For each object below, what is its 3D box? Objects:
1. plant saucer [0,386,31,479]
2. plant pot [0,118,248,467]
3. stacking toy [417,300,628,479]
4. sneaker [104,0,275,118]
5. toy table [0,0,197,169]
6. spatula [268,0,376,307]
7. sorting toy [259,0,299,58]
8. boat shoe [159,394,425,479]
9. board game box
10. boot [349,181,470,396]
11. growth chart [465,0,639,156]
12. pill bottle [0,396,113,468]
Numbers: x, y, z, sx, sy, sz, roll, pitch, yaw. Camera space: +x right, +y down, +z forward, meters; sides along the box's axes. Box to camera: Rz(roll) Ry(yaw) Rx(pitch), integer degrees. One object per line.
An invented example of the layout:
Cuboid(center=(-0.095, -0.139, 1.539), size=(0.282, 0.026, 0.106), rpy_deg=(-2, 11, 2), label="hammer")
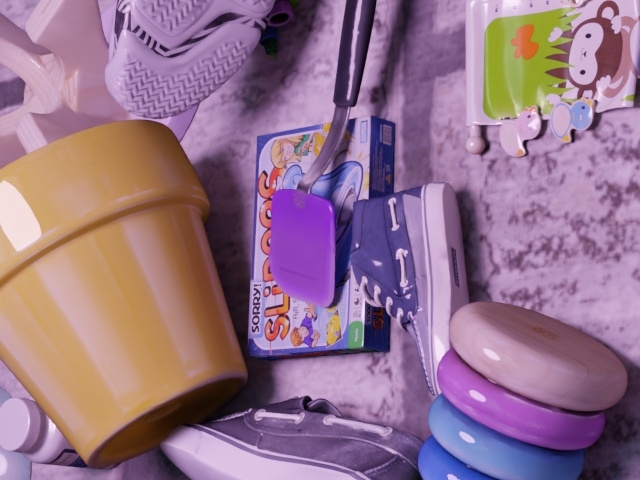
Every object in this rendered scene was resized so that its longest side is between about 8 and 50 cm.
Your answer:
Cuboid(center=(-0.370, 0.236, 1.982), size=(0.195, 0.037, 0.195), rpy_deg=(-10, 75, 40), label="plant saucer")
Cuboid(center=(-0.188, 0.058, 1.727), size=(0.254, 0.254, 0.239), rpy_deg=(-39, 73, 30), label="plant pot")
Cuboid(center=(0.111, 0.219, 1.489), size=(0.141, 0.141, 0.330), rpy_deg=(34, 109, 41), label="stacking toy")
Cuboid(center=(-0.125, -0.293, 1.746), size=(0.210, 0.137, 0.366), rpy_deg=(23, 95, 58), label="sneaker")
Cuboid(center=(-0.245, -0.142, 1.863), size=(0.252, 0.161, 0.274), rpy_deg=(43, 111, 39), label="toy table")
Cuboid(center=(0.008, -0.094, 1.659), size=(0.084, 0.030, 0.296), rpy_deg=(15, 91, 45), label="spatula")
Cuboid(center=(-0.057, -0.192, 1.769), size=(0.102, 0.061, 0.042), rpy_deg=(-26, 65, 19), label="sorting toy")
Cuboid(center=(-0.021, 0.180, 1.638), size=(0.301, 0.108, 0.102), rpy_deg=(2, 50, 55), label="boat shoe")
Cuboid(center=(0.000, 0.000, 1.693), size=(0.136, 0.035, 0.201), rpy_deg=(-8, 75, 41), label="board game box")
Cuboid(center=(0.073, 0.048, 1.584), size=(0.086, 0.069, 0.190), rpy_deg=(-11, 63, 20), label="boot")
Cuboid(center=(0.203, -0.167, 1.554), size=(0.237, 0.021, 0.172), rpy_deg=(-19, 70, 39), label="growth chart")
Cuboid(center=(-0.242, 0.177, 1.819), size=(0.067, 0.120, 0.067), rpy_deg=(-11, 74, 40), label="pill bottle")
